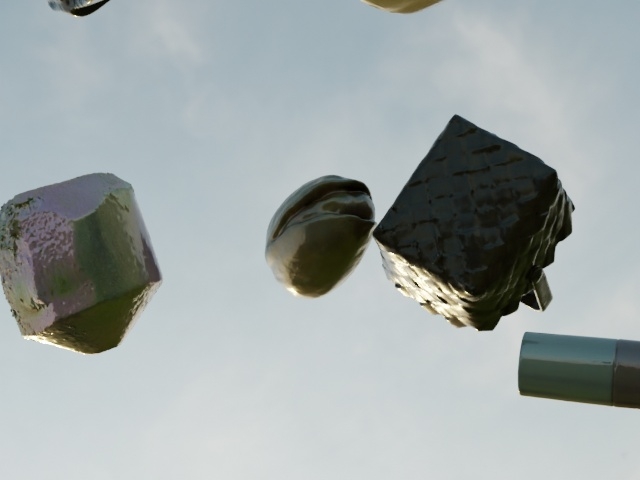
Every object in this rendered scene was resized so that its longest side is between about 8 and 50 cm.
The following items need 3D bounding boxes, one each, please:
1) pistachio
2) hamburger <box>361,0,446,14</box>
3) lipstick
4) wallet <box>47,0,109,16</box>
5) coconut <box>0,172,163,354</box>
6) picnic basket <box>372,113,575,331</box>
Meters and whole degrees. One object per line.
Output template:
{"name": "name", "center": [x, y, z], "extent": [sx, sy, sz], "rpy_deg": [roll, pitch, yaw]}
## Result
{"name": "pistachio", "center": [0.000, 0.000, 2.028], "extent": [0.182, 0.162, 0.293], "rpy_deg": [-3, -33, -21]}
{"name": "hamburger", "center": [0.085, -0.377, 1.248], "extent": [0.302, 0.302, 0.170], "rpy_deg": [9, -31, -43]}
{"name": "lipstick", "center": [0.330, 0.137, 1.214], "extent": [0.254, 0.070, 0.070], "rpy_deg": [4, -30, 17]}
{"name": "wallet", "center": [-0.131, -0.192, 0.810], "extent": [0.118, 0.153, 0.038], "rpy_deg": [-39, -68, -13]}
{"name": "coconut", "center": [-0.345, 0.043, 1.722], "extent": [0.233, 0.245, 0.233], "rpy_deg": [-16, -4, -1]}
{"name": "picnic basket", "center": [0.251, -0.008, 1.928], "extent": [0.291, 0.254, 0.321], "rpy_deg": [-53, -26, -9]}
